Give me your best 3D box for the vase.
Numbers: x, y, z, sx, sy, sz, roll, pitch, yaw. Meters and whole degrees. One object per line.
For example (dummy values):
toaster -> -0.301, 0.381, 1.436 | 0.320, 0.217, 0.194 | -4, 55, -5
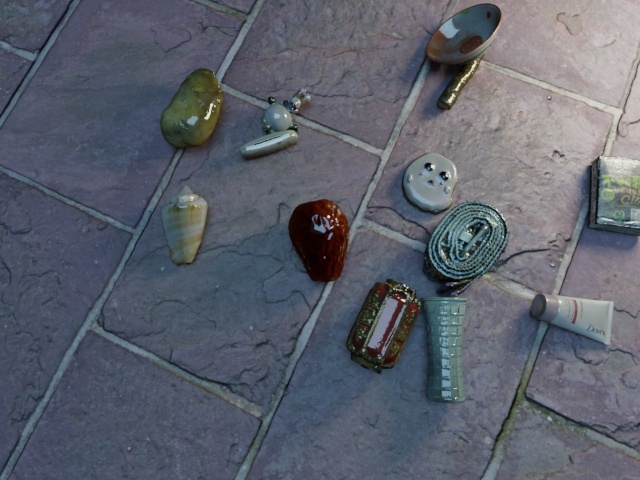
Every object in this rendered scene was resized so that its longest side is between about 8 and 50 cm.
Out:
vase -> 0.370, 0.321, 1.370 | 0.143, 0.143, 0.299 | 0, 80, 3

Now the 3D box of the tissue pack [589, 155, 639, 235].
tissue pack -> 0.956, -0.144, 1.469 | 0.173, 0.073, 0.236 | 7, 78, 4

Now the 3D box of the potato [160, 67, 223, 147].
potato -> -0.429, -0.450, 1.574 | 0.191, 0.141, 0.297 | 12, 79, 22

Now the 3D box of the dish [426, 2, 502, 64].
dish -> 0.497, -0.675, 1.565 | 0.260, 0.085, 0.260 | -25, 45, 27

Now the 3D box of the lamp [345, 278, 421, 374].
lamp -> 0.186, 0.254, 1.380 | 0.177, 0.177, 0.274 | 26, 82, 8

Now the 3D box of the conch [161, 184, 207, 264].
conch -> -0.446, -0.055, 1.494 | 0.158, 0.127, 0.255 | -4, 78, 1

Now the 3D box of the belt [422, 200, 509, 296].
belt -> 0.436, 0.017, 1.416 | 0.295, 0.160, 0.207 | -43, 79, -7

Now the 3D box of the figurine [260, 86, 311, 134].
figurine -> -0.121, -0.440, 1.583 | 0.197, 0.093, 0.147 | -44, 101, -14

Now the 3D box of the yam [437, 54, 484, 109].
yam -> 0.489, -0.561, 1.591 | 0.061, 0.061, 0.253 | 32, 81, 9

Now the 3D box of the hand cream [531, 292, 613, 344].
hand cream -> 0.776, 0.230, 1.402 | 0.247, 0.083, 0.133 | 12, 81, -4

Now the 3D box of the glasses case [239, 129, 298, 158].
glasses case -> -0.175, -0.326, 1.563 | 0.204, 0.081, 0.051 | -18, 79, 1

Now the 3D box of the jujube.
jujube -> 0.000, 0.000, 1.448 | 0.189, 0.190, 0.256 | -8, 94, 1

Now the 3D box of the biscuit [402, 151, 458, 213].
biscuit -> 0.364, -0.198, 1.525 | 0.180, 0.049, 0.208 | 19, 81, 6
